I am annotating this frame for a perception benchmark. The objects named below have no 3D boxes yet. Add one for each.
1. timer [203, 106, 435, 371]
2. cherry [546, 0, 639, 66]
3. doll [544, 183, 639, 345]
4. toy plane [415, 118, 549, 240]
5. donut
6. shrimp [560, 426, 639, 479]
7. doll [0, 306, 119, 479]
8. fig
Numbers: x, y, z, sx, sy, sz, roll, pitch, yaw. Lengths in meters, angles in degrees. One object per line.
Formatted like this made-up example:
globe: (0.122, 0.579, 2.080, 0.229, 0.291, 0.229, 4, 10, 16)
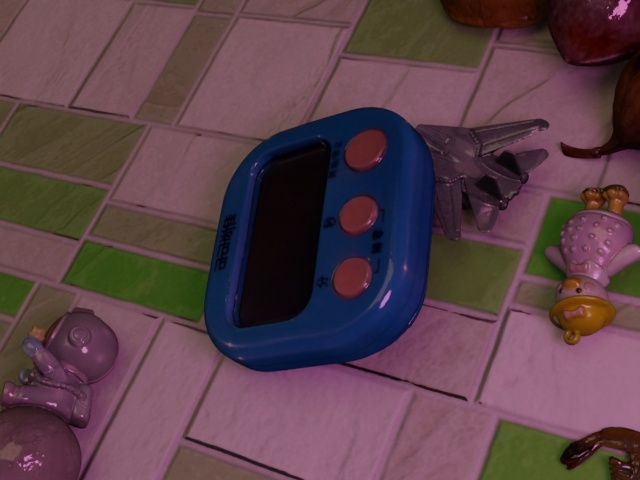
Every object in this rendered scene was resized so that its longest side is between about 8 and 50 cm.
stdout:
timer: (0.000, 0.000, 1.242, 0.309, 0.115, 0.340, -12, 57, 33)
cherry: (0.399, -0.326, 1.295, 0.192, 0.175, 0.250, 36, 75, 21)
doll: (0.321, 0.031, 1.152, 0.129, 0.081, 0.207, -3, 58, 43)
toy plane: (0.160, -0.111, 1.311, 0.267, 0.088, 0.212, 26, 70, 41)
donut: (0.279, -0.418, 1.438, 0.226, 0.114, 0.227, -9, 55, 14)
shrimp: (0.302, 0.272, 1.033, 0.124, 0.034, 0.178, 27, 70, 36)
doll: (-0.353, 0.215, 1.275, 0.150, 0.151, 0.287, 4, 54, 24)
fig: (0.404, -0.151, 1.224, 0.201, 0.146, 0.134, -44, 81, 21)
